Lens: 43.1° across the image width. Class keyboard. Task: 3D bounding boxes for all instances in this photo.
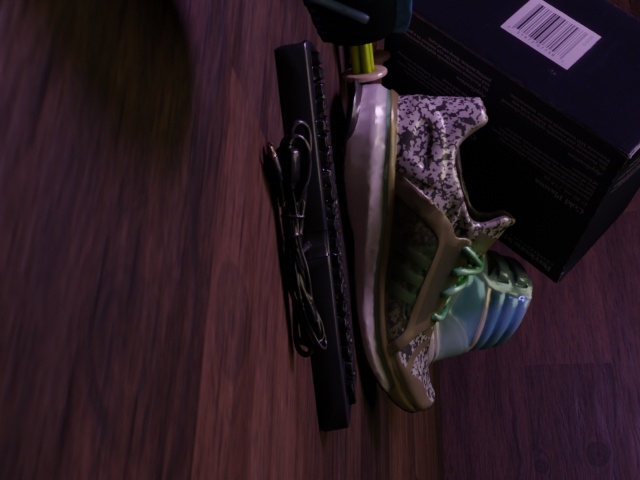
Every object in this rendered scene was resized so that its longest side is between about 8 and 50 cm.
[{"bbox_3d":[0.000,0.000,0.656,0.201,0.033,0.317,-51,135,-74],"label":"keyboard"}]

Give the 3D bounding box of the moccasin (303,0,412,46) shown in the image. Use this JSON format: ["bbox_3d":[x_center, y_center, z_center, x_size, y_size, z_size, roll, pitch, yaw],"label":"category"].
[{"bbox_3d":[-0.046,-0.196,0.292,0.342,0.117,0.137,60,15,-56],"label":"moccasin"}]

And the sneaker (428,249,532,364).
[{"bbox_3d":[0.189,0.006,1.108,0.127,0.208,0.318,-166,-106,-69],"label":"sneaker"}]

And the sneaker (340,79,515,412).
[{"bbox_3d":[0.129,0.018,0.915,0.158,0.182,0.410,-70,155,-65],"label":"sneaker"}]

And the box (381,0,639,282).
[{"bbox_3d":[0.258,-0.168,1.052,0.179,0.343,0.312,-42,160,-20],"label":"box"}]

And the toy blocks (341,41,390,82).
[{"bbox_3d":[0.044,-0.268,0.923,0.123,0.054,0.148,-75,158,-61],"label":"toy blocks"}]
